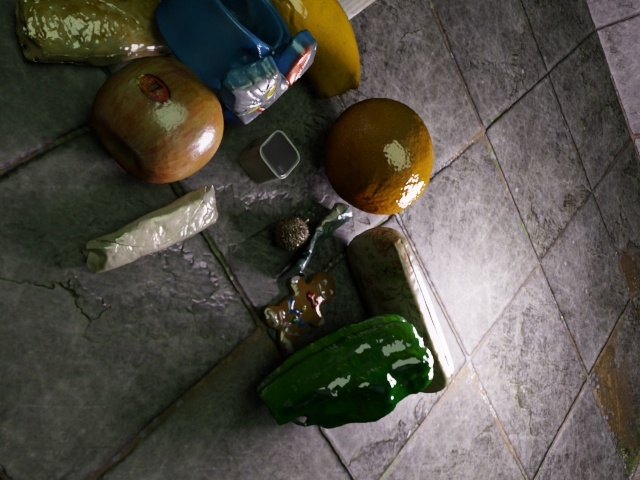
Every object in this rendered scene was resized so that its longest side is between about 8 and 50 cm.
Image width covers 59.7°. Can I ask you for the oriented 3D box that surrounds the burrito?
[{"bbox_3d":[-0.296,-0.023,1.009,0.275,0.059,0.082,-29,118,-37],"label":"burrito"}]

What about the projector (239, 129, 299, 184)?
[{"bbox_3d":[-0.106,-0.172,1.164,0.083,0.082,0.083,52,57,-23],"label":"projector"}]

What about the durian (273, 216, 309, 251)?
[{"bbox_3d":[-0.059,-0.019,1.187,0.091,0.080,0.080,-41,112,-11],"label":"durian"}]

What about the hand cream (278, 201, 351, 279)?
[{"bbox_3d":[0.001,0.000,1.237,0.052,0.075,0.248,36,54,1],"label":"hand cream"}]

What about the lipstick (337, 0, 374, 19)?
[{"bbox_3d":[0.125,-0.651,1.411,0.371,0.076,0.079,-48,116,-33],"label":"lipstick"}]

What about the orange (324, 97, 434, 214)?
[{"bbox_3d":[0.132,-0.193,1.267,0.264,0.264,0.264,5,82,-39],"label":"orange"}]

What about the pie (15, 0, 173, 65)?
[{"bbox_3d":[-0.379,-0.375,0.978,0.282,0.068,0.128,-23,100,-43],"label":"pie"}]

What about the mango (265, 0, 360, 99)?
[{"bbox_3d":[-0.027,-0.465,1.229,0.359,0.144,0.187,39,74,-36],"label":"mango"}]

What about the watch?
[{"bbox_3d":[-0.173,-0.362,1.016,0.274,0.241,0.305,48,26,-12],"label":"watch"}]

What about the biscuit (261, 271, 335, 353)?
[{"bbox_3d":[-0.036,0.140,1.222,0.205,0.031,0.138,-40,109,-37],"label":"biscuit"}]

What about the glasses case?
[{"bbox_3d":[0.190,0.169,1.317,0.098,0.156,0.425,-34,106,-45],"label":"glasses case"}]

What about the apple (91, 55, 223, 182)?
[{"bbox_3d":[-0.275,-0.205,0.953,0.188,0.211,0.211,-49,115,-24],"label":"apple"}]

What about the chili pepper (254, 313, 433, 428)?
[{"bbox_3d":[0.064,0.291,1.149,0.385,0.167,0.213,-20,108,-19],"label":"chili pepper"}]
